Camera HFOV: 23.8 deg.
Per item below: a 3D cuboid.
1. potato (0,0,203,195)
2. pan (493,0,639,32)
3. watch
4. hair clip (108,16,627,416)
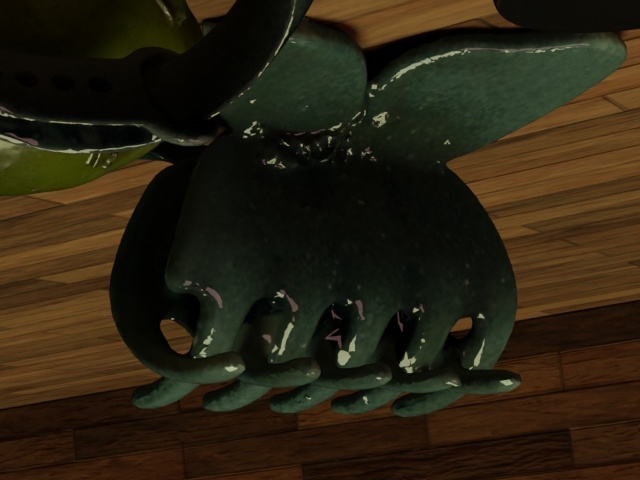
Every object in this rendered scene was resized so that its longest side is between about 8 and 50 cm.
[{"bbox_3d":[-0.183,-0.093,0.781,0.253,0.148,0.186,-9,-172,-32],"label":"potato"},{"bbox_3d":[0.093,-0.112,0.546,0.136,0.028,0.235,-14,165,41],"label":"pan"},{"bbox_3d":[-0.098,-0.118,0.638,0.193,0.068,0.206,-36,137,14],"label":"watch"},{"bbox_3d":[0.000,0.000,1.107,0.318,0.238,0.392,6,165,-37],"label":"hair clip"}]
